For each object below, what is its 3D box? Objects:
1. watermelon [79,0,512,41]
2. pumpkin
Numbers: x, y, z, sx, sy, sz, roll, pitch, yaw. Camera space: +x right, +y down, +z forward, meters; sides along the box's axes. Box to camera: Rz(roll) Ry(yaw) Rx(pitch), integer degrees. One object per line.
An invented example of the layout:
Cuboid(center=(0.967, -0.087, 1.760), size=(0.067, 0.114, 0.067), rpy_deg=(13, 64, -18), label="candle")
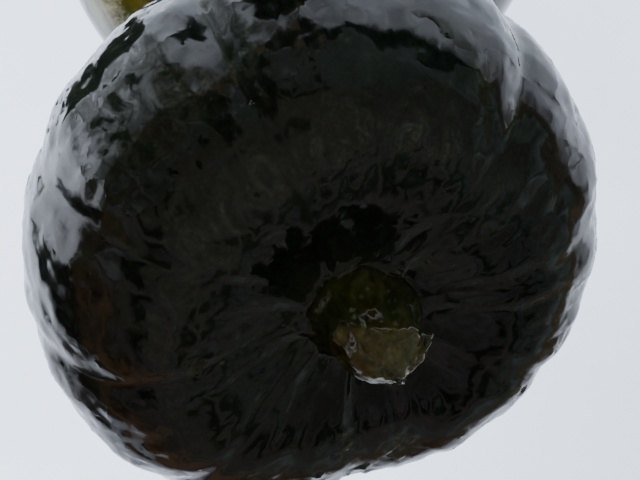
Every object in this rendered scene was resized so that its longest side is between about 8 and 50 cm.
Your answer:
Cuboid(center=(-0.012, -0.183, 0.981), size=(0.269, 0.269, 0.269), rpy_deg=(-8, -57, -12), label="watermelon")
Cuboid(center=(-0.002, -0.002, 0.662), size=(0.211, 0.152, 0.212), rpy_deg=(-2, -61, -4), label="pumpkin")
